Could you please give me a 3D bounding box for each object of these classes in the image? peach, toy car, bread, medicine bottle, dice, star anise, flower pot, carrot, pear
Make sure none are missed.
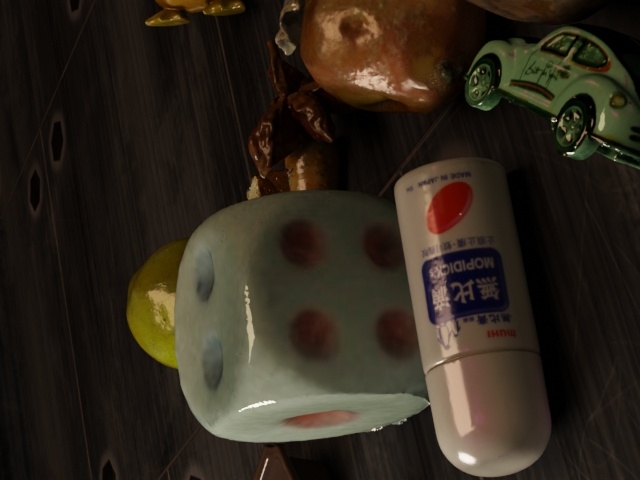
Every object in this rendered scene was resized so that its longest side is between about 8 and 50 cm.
[{"bbox_3d":[0.088,-0.239,1.863,0.235,0.214,0.214,34,120,53],"label":"peach"},{"bbox_3d":[0.261,-0.147,1.578,0.306,0.136,0.125,43,114,60],"label":"toy car"},{"bbox_3d":[-0.065,-0.053,2.329,0.083,0.070,0.077,111,151,-62],"label":"bread"},{"bbox_3d":[0.168,0.088,1.769,0.130,0.130,0.341,140,127,-58],"label":"medicine bottle"},{"bbox_3d":[-0.018,0.098,2.007,0.264,0.268,0.262,140,126,-59],"label":"dice"},{"bbox_3d":[-0.030,-0.174,2.148,0.212,0.111,0.196,23,84,47],"label":"star anise"},{"bbox_3d":[-0.036,0.408,2.256,0.179,0.084,0.251,-119,37,-46],"label":"flower pot"},{"bbox_3d":[0.000,0.000,2.212,0.078,0.078,0.298,164,101,-64],"label":"carrot"},{"bbox_3d":[-0.180,0.096,2.425,0.269,0.212,0.212,-1,88,46],"label":"pear"}]

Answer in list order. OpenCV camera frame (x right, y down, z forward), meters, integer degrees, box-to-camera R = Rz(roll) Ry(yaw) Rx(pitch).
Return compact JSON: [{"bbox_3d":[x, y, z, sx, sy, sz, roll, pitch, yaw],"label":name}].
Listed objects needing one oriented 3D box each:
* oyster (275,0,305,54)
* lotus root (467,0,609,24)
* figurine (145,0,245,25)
[{"bbox_3d":[-0.015,-0.416,2.209,0.238,0.115,0.351,-116,40,-59],"label":"oyster"},{"bbox_3d":[0.220,-0.324,1.602,0.272,0.192,0.272,-58,12,20],"label":"lotus root"},{"bbox_3d":[-0.201,-0.458,2.533,0.215,0.215,0.228,38,147,60],"label":"figurine"}]
